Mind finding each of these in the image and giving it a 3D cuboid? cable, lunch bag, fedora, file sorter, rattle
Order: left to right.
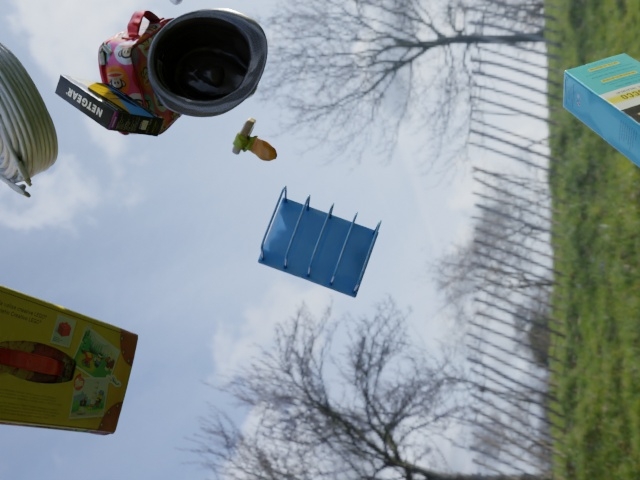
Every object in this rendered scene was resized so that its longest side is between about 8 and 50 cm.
[{"bbox_3d":[-0.567,-0.229,1.239,0.089,0.257,0.257,-30,-46,-37],"label":"cable"},{"bbox_3d":[-0.399,-0.402,1.638,0.293,0.120,0.258,-65,-28,-57],"label":"lunch bag"},{"bbox_3d":[-0.227,-0.361,1.490,0.124,0.276,0.243,41,-122,-73],"label":"fedora"},{"bbox_3d":[-0.199,-0.306,2.180,0.200,0.143,0.130,154,126,-84],"label":"rattle"},{"bbox_3d":[0.000,0.000,1.107,0.104,0.170,0.118,104,-174,-75],"label":"file sorter"}]

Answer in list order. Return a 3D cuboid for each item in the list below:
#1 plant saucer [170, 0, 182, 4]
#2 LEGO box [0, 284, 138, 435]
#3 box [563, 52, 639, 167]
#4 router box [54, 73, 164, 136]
[{"bbox_3d":[-0.373,-0.800,1.743,0.101,0.400,0.400,-18,-57,-15],"label":"plant saucer"},{"bbox_3d":[-0.594,0.171,1.106,0.500,0.373,0.193,48,-131,-65],"label":"LEGO box"},{"bbox_3d":[0.428,-0.169,0.933,0.244,0.101,0.060,-113,8,-53],"label":"box"},{"bbox_3d":[-0.424,-0.271,1.412,0.133,0.179,0.046,-4,-57,-59],"label":"router box"}]
